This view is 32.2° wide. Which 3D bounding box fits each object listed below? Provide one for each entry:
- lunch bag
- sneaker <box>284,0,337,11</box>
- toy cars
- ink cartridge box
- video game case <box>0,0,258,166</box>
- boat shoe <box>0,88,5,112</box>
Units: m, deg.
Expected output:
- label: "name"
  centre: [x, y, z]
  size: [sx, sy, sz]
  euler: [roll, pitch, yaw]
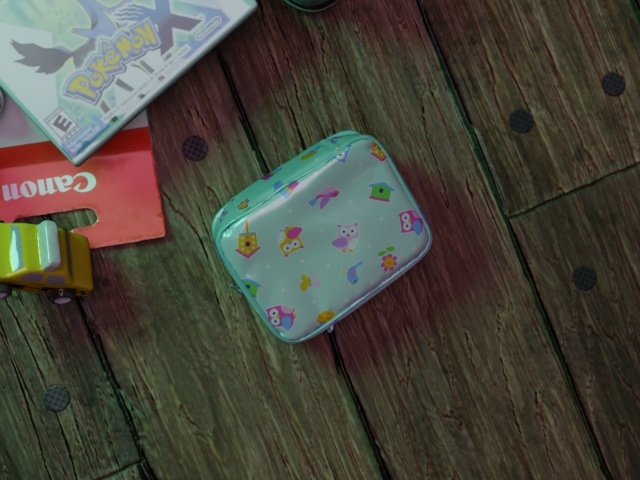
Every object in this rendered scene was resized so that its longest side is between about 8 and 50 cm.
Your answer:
- label: "lunch bag"
  centre: [0.000, 0.000, 1.529]
  size: [0.279, 0.108, 0.224]
  euler: [-34, 109, -4]
- label: "sneaker"
  centre: [-0.081, -0.464, 1.473]
  size: [0.137, 0.210, 0.366]
  euler: [-36, 103, 5]
- label: "toy cars"
  centre: [-0.437, -0.054, 1.415]
  size: [0.393, 0.087, 0.176]
  euler: [46, 43, -16]
- label: "ink cartridge box"
  centre: [-0.391, -0.172, 1.513]
  size: [0.308, 0.091, 0.385]
  euler: [-9, 87, -7]
- label: "video game case"
  centre: [-0.301, -0.315, 1.469]
  size: [0.329, 0.036, 0.300]
  euler: [-43, 94, -6]
- label: "boat shoe"
  centre: [-0.514, -0.219, 1.418]
  size: [0.228, 0.076, 0.080]
  euler: [34, 97, -16]
